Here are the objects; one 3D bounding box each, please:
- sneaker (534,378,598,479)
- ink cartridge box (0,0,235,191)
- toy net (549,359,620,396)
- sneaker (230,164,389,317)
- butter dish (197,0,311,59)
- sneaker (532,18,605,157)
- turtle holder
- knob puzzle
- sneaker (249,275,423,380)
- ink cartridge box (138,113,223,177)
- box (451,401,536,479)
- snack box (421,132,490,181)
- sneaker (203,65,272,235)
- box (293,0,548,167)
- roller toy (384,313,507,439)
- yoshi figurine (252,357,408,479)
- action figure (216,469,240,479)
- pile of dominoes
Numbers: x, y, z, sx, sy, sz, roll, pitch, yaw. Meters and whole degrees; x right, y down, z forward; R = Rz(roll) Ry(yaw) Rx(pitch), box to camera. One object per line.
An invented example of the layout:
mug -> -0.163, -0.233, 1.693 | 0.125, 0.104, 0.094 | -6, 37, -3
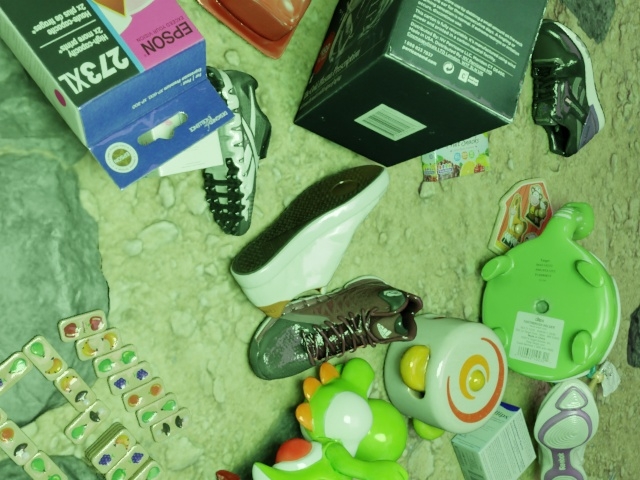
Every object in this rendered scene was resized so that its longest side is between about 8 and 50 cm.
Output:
sneaker -> 0.475, 0.368, 1.369 | 0.152, 0.114, 0.305 | -77, 164, -52
ink cartridge box -> -0.261, -0.254, 0.759 | 0.175, 0.069, 0.371 | -39, 97, -28
toy net -> 0.595, 0.281, 1.526 | 0.232, 0.045, 0.122 | 17, 82, -38
sneaker -> 0.000, 0.000, 1.032 | 0.290, 0.106, 0.123 | -40, 125, -19
butter dish -> -0.062, -0.357, 0.936 | 0.160, 0.118, 0.160 | 31, 74, -34
sneaker -> 0.468, -0.291, 1.350 | 0.124, 0.107, 0.283 | -45, 118, -19
turtle holder -> 0.433, 0.103, 1.295 | 0.227, 0.243, 0.320 | 16, 55, -53
knob puzzle -> 0.425, -0.038, 1.380 | 0.213, 0.030, 0.213 | -3, 95, -36
sneaker -> 0.040, 0.130, 1.022 | 0.281, 0.162, 0.107 | -27, 109, -32
ink cartridge box -> -0.194, -0.157, 0.869 | 0.089, 0.092, 0.143 | -17, 102, -34
box -> 0.335, 0.401, 1.321 | 0.137, 0.072, 0.126 | -34, 114, -29
snack box -> 0.242, -0.165, 1.228 | 0.141, 0.037, 0.100 | -15, 101, -35
sneaker -> -0.107, -0.124, 0.945 | 0.106, 0.078, 0.234 | -23, 114, -46
box -> 0.137, -0.297, 0.932 | 0.178, 0.343, 0.313 | 23, 79, -17
roller toy -> 0.219, 0.224, 1.174 | 0.191, 0.146, 0.209 | -41, 116, -27
yoshi figurine -> 0.036, 0.346, 0.995 | 0.203, 0.203, 0.362 | 76, 28, -42
action figure -> -0.123, 0.483, 0.951 | 0.091, 0.139, 0.281 | -10, 102, -35
pile of dominoes -> -0.286, 0.221, 0.863 | 0.196, 0.040, 0.251 | -44, 118, -25
